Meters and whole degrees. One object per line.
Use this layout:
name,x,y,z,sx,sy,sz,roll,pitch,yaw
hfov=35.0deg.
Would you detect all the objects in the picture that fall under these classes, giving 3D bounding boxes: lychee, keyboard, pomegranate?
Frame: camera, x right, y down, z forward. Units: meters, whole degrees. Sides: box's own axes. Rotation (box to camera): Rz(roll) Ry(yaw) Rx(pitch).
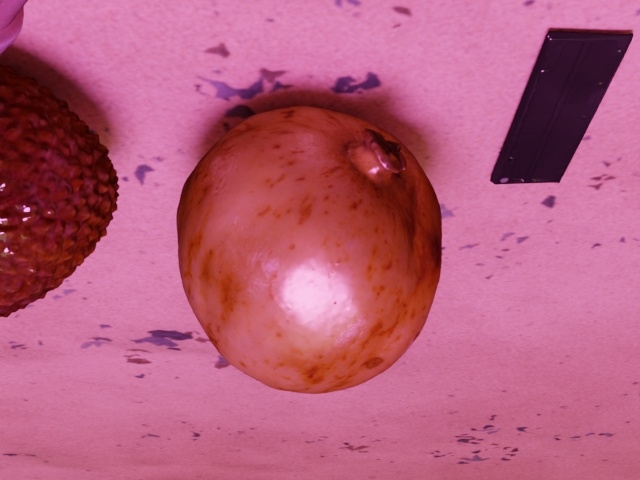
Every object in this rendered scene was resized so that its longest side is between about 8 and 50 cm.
lychee,-0.242,-0.038,0.718,0.195,0.194,0.194,-1,152,0
keyboard,0.180,-0.096,0.786,0.064,0.010,0.198,0,152,-4
pomegranate,0.000,0.000,0.767,0.215,0.215,0.215,-1,152,0

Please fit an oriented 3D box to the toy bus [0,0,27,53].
toy bus,-0.224,-0.161,0.463,0.232,0.197,0.294,-7,160,-46
